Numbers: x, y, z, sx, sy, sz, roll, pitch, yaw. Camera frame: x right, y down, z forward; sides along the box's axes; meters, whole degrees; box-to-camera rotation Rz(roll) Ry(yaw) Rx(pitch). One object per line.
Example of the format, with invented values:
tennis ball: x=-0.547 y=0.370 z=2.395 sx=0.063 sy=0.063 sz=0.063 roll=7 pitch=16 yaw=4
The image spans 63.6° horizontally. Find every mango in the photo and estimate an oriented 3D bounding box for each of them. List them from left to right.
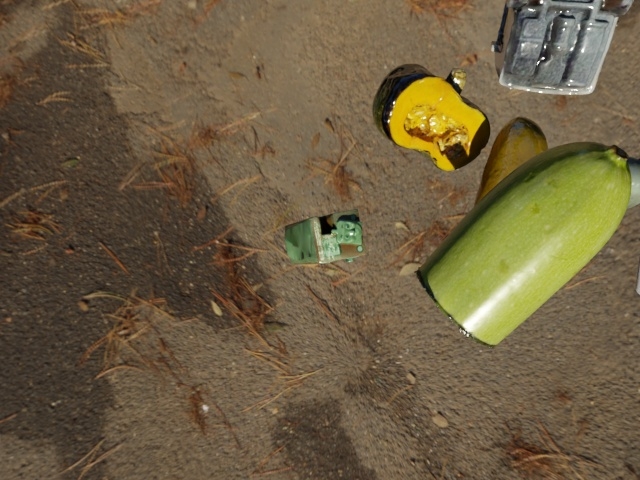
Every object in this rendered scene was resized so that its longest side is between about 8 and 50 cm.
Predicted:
mango: x=0.464 y=-0.113 z=1.236 sx=0.182 sy=0.253 sz=0.365 roll=0 pitch=84 yaw=29

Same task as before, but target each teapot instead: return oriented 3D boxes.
teapot: x=0.751 y=-0.153 z=1.345 sx=0.294 sy=0.193 sz=0.130 roll=-17 pitch=66 yaw=37

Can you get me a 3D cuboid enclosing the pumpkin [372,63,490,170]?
pumpkin: x=0.272 y=-0.349 z=1.333 sx=0.242 sy=0.324 sz=0.232 roll=-49 pitch=37 yaw=22

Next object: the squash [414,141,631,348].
squash: x=0.234 y=-0.005 z=0.575 sx=0.132 sy=0.132 sz=0.247 roll=46 pitch=113 yaw=12

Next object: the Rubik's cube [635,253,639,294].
Rubik's cube: x=0.710 y=-0.050 z=0.694 sx=0.344 sy=0.347 sz=0.347 roll=-7 pitch=105 yaw=-16

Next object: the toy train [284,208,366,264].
toy train: x=0.000 y=0.000 z=1.337 sx=0.159 sy=0.326 sz=0.129 roll=-9 pitch=90 yaw=-20

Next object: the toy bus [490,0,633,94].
toy bus: x=0.217 y=-0.303 z=0.415 sx=0.097 sy=0.343 sz=0.138 roll=7 pitch=34 yaw=7
